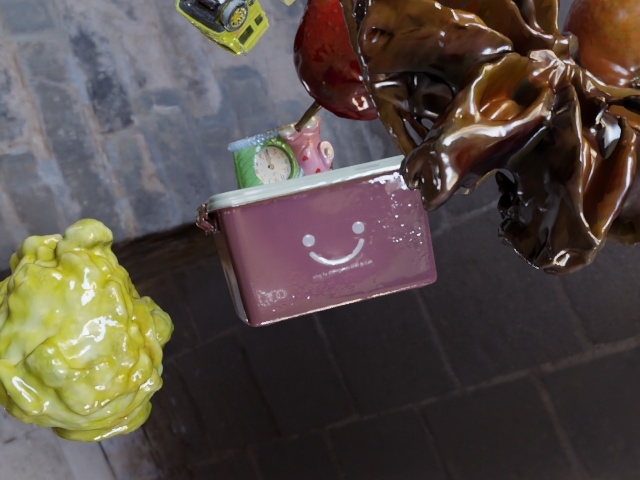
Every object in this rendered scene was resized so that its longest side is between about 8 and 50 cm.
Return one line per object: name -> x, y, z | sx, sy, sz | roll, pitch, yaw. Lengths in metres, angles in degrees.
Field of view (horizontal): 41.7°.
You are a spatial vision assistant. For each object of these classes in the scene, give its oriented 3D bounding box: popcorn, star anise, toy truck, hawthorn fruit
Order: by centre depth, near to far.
star anise -> 0.111, -0.074, 0.478 | 0.220, 0.190, 0.126 | 67, 152, 28
hawthorn fruit -> 0.345, -0.197, 0.856 | 0.197, 0.225, 0.196 | 14, 126, 20
popcorn -> -0.300, 0.114, 1.052 | 0.242, 0.235, 0.250 | 128, 137, -57
hawthorn fruit -> 0.047, -0.273, 1.271 | 0.266, 0.230, 0.210 | -44, 84, 15
toy truck -> -0.098, -0.428, 1.358 | 0.124, 0.157, 0.272 | 35, 85, 23

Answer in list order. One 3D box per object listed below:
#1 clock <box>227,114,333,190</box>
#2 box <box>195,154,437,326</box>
clock -> -0.054, -0.104, 1.469 | 0.100, 0.194, 0.195 | -3, 109, 63
box -> 0.000, 0.000, 1.072 | 0.193, 0.294, 0.167 | -176, 74, -78
